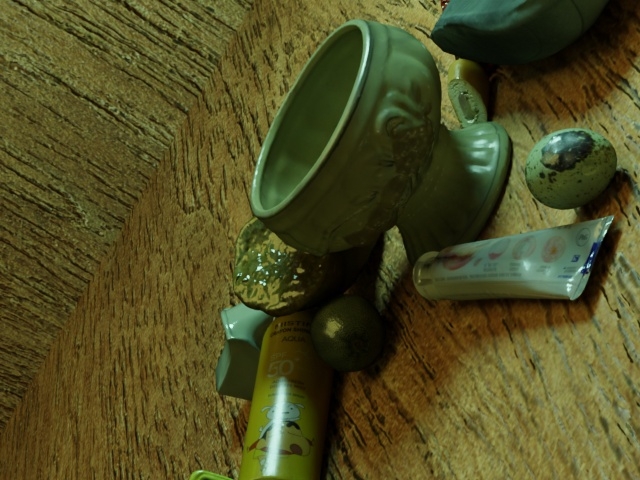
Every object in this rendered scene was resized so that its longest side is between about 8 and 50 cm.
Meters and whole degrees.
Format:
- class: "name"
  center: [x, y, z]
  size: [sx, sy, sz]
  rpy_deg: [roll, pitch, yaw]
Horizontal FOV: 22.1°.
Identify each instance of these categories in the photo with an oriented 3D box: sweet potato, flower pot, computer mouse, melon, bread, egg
- class: "sweet potato"
  center: [0.000, 0.000, 2.241]
  size: [0.158, 0.158, 0.370]
  rpy_deg: [-54, -9, 27]
- class: "flower pot"
  center: [0.085, -0.101, 2.037]
  size: [0.307, 0.244, 0.307]
  rpy_deg: [-52, 22, 32]
- class: "computer mouse"
  center: [0.262, -0.301, 2.016]
  size: [0.188, 0.122, 0.371]
  rpy_deg: [-53, 18, -10]
- class: "melon"
  center: [0.034, 0.117, 2.100]
  size: [0.098, 0.098, 0.130]
  rpy_deg: [-60, 19, 8]
- class: "bread"
  center: [0.196, -0.192, 2.155]
  size: [0.049, 0.062, 0.103]
  rpy_deg: [-24, 37, 28]
- class: "egg"
  center: [0.267, -0.077, 1.744]
  size: [0.110, 0.085, 0.085]
  rpy_deg: [-23, 42, 55]

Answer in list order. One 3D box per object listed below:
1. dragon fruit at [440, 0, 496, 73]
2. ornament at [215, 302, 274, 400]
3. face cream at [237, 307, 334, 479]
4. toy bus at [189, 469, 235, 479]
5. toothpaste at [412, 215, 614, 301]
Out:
- class: "dragon fruit"
  center: [0.223, -0.294, 2.257]
  size: [0.092, 0.122, 0.192]
  rpy_deg: [-16, 28, 9]
- class: "ornament"
  center: [-0.079, 0.101, 2.405]
  size: [0.285, 0.120, 0.130]
  rpy_deg: [-63, 19, 3]
- class: "face cream"
  center: [-0.037, 0.206, 2.158]
  size: [0.105, 0.105, 0.348]
  rpy_deg: [-48, 22, 39]
- class: "toy bus"
  center: [-0.105, 0.367, 1.926]
  size: [0.262, 0.128, 0.150]
  rpy_deg: [82, -150, -70]
- class: "toothpaste"
  center: [0.207, 0.029, 1.804]
  size: [0.323, 0.066, 0.100]
  rpy_deg: [-10, 50, 63]
